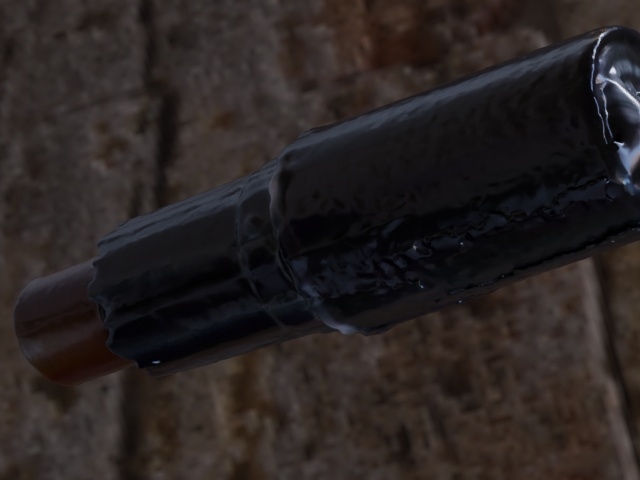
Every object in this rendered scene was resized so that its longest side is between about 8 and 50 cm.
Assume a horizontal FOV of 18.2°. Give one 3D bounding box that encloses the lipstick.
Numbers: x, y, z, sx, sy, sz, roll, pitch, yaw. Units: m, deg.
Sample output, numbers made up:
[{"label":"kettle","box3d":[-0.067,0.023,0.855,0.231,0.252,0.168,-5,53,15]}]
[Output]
[{"label":"lipstick","box3d":[0.000,0.000,0.748,0.081,0.299,0.081,29,51,-44]}]
